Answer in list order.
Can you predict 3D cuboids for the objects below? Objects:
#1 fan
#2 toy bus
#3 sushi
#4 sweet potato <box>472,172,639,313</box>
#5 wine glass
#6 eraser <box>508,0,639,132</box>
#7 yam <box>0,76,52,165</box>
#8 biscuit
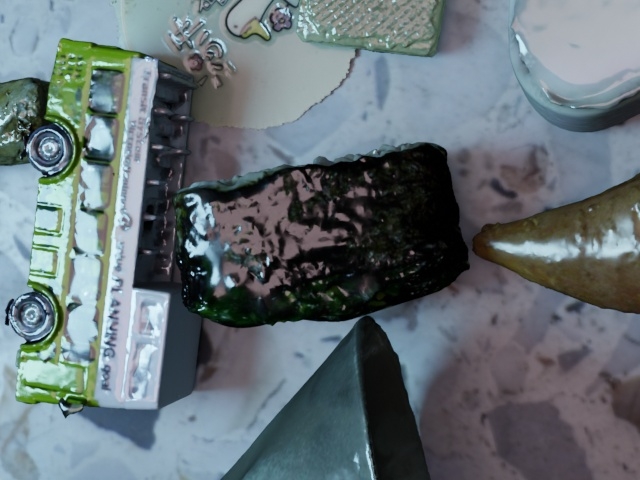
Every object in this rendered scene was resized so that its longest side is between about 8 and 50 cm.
[{"bbox_3d":[-0.004,-0.259,0.861,0.415,0.012,0.233,-38,86,15],"label":"fan"},{"bbox_3d":[-0.171,-0.009,0.862,0.139,0.113,0.301,7,93,12],"label":"toy bus"},{"bbox_3d":[0.000,0.000,0.793,0.225,0.124,0.127,-9,90,-4],"label":"sushi"},{"bbox_3d":[0.276,-0.006,0.738,0.337,0.131,0.131,2,92,13],"label":"sweet potato"},{"bbox_3d":[-0.117,0.235,0.749,0.406,0.267,0.267,-17,87,7],"label":"wine glass"},{"bbox_3d":[0.243,-0.218,0.729,0.331,0.150,0.331,0,88,14],"label":"eraser"},{"bbox_3d":[-0.313,-0.099,0.914,0.179,0.078,0.078,-5,90,14],"label":"yam"},{"bbox_3d":[0.051,-0.251,0.821,0.121,0.040,0.199,10,97,11],"label":"biscuit"}]
